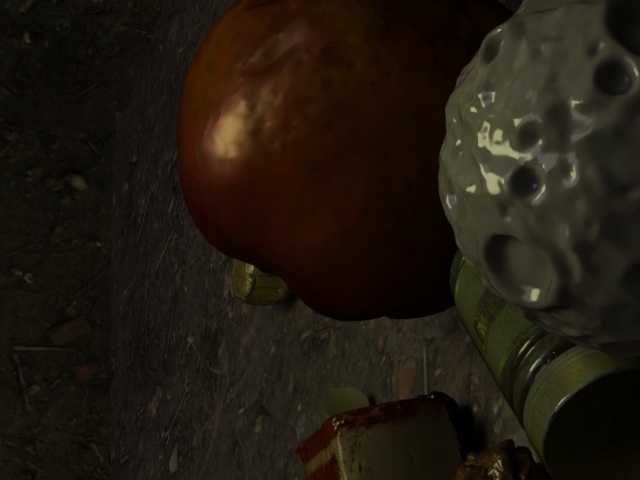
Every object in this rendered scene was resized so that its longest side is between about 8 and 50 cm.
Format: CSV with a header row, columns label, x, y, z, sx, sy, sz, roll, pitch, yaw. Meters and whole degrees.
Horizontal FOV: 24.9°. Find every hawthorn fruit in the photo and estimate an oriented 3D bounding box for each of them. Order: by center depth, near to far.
label,x,y,z,sx,sy,sz,roll,pitch,yaw
hawthorn fruit,0.051,-0.142,1.747,0.472,0.472,0.471,-170,90,-71

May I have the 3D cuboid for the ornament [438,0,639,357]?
label,x,y,z,sx,sy,sz,roll,pitch,yaw
ornament,0.268,-0.077,1.228,0.337,0.337,0.337,-170,90,-71

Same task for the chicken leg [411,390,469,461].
label,x,y,z,sx,sy,sz,roll,pitch,yaw
chicken leg,0.128,0.350,1.823,0.177,0.083,0.322,27,104,51

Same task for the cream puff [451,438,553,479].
label,x,y,z,sx,sy,sz,roll,pitch,yaw
cream puff,0.199,0.284,1.587,0.094,0.116,0.122,-92,4,-65

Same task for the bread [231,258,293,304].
label,x,y,z,sx,sy,sz,roll,pitch,yaw
bread,-0.087,0.001,2.561,0.140,0.106,0.236,178,102,-69

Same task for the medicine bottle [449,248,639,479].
label,x,y,z,sx,sy,sz,roll,pitch,yaw
medicine bottle,0.243,0.105,1.488,0.322,0.151,0.151,-115,39,-59

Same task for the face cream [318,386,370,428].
label,x,y,z,sx,sy,sz,roll,pitch,yaw
face cream,0.022,0.305,2.188,0.224,0.070,0.114,104,165,-52

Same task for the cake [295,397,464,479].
label,x,y,z,sx,sy,sz,roll,pitch,yaw
cake,0.028,0.299,1.770,0.262,0.160,0.158,-26,70,39
